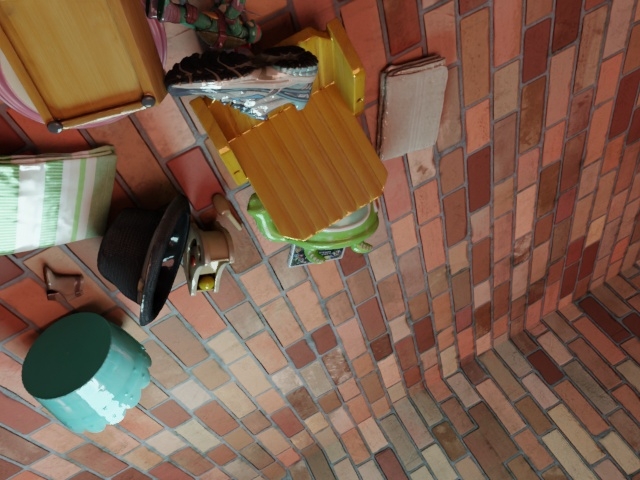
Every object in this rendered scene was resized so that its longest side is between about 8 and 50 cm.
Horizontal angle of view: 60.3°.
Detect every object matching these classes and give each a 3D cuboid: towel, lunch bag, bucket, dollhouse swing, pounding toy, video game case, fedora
[{"bbox_3d":[0.237,-0.346,1.461,0.187,0.049,0.282,-18,139,-16],"label":"towel"},{"bbox_3d":[-0.587,-0.078,1.129,0.325,0.038,0.247,-16,141,-45],"label":"towel"},{"bbox_3d":[-0.178,-0.363,1.147,0.053,0.071,0.083,0,131,-31],"label":"lunch bag"},{"bbox_3d":[-0.601,0.330,1.413,0.281,0.281,0.183,-28,138,-7],"label":"bucket"},{"bbox_3d":[-0.031,-0.206,1.191,0.347,0.305,0.315,-30,168,-4],"label":"dollhouse swing"},{"bbox_3d":[-0.255,0.028,1.424,0.155,0.154,0.269,-6,133,-29],"label":"pounding toy"},{"bbox_3d":[0.000,0.000,1.669,0.191,0.022,0.173,-9,134,-27],"label":"video game case"},{"bbox_3d":[-0.419,0.030,1.288,0.153,0.334,0.334,19,124,-5],"label":"fedora"}]

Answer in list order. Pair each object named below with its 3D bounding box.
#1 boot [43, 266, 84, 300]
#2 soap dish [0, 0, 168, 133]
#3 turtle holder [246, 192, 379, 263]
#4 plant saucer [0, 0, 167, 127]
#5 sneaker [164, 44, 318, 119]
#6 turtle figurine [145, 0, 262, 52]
[{"bbox_3d":[-0.624,0.102,1.345,0.087,0.042,0.118,-13,138,-32],"label":"boot"},{"bbox_3d":[-0.385,-0.314,0.864,0.229,0.118,0.290,-16,142,-8],"label":"soap dish"},{"bbox_3d":[-0.008,-0.099,1.434,0.321,0.243,0.227,3,122,12],"label":"turtle holder"},{"bbox_3d":[-0.438,-0.339,0.990,0.332,0.084,0.332,-19,138,-18],"label":"plant saucer"},{"bbox_3d":[-0.139,-0.273,1.013,0.283,0.110,0.122,-10,135,-19],"label":"sneaker"},{"bbox_3d":[-0.185,-0.407,0.997,0.234,0.175,0.118,-4,98,-33],"label":"turtle figurine"}]
